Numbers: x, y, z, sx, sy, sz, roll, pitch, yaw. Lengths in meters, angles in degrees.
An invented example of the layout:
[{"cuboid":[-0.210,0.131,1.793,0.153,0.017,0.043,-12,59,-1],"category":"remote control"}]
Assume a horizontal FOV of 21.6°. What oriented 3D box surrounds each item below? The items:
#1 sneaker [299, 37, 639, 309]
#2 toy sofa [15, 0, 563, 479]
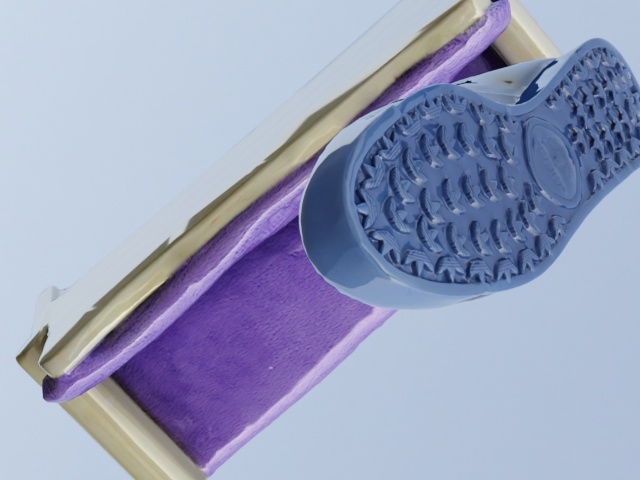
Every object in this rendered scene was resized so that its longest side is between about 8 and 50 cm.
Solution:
[{"cuboid":[0.047,-0.018,0.645,0.090,0.232,0.081,-24,-90,36],"category":"sneaker"},{"cuboid":[0.000,0.000,1.011,0.362,0.150,0.177,-41,-164,4],"category":"toy sofa"}]
